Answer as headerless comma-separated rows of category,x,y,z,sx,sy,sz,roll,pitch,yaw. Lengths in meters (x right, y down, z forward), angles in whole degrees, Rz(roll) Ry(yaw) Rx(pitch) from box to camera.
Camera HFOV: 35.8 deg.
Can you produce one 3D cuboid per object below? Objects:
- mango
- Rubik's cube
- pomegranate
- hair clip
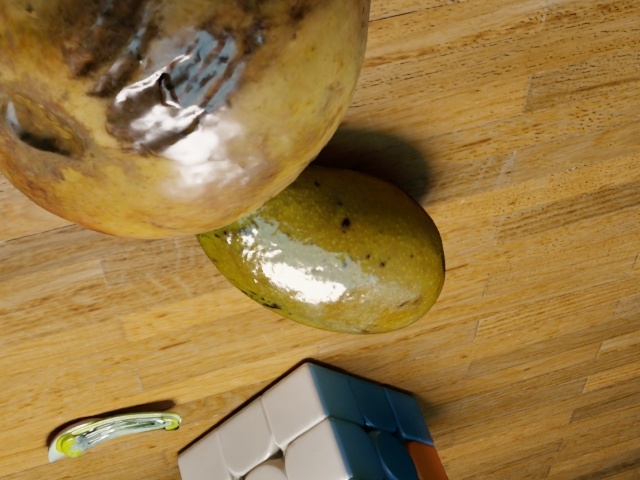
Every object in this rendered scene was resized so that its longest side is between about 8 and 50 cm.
mango,0.000,0.008,1.074,0.329,0.176,0.176,12,88,-38
Rubik's cube,0.010,0.396,1.475,0.291,0.290,0.292,-38,143,21
pomegranate,-0.117,-0.157,0.688,0.322,0.322,0.322,-14,144,-10
hair clip,-0.286,0.261,1.364,0.188,0.033,0.060,-12,142,-8
